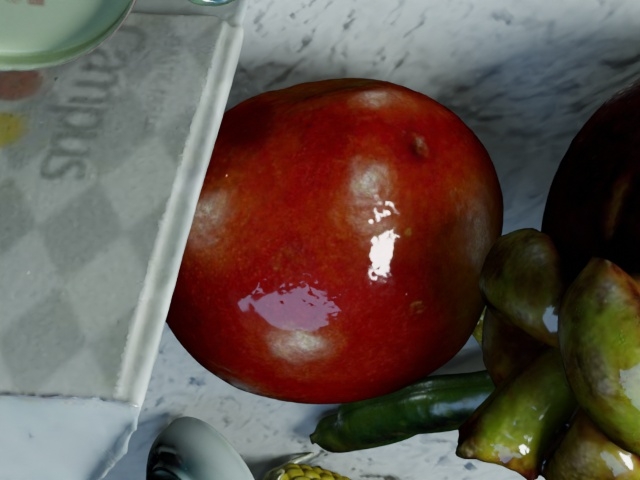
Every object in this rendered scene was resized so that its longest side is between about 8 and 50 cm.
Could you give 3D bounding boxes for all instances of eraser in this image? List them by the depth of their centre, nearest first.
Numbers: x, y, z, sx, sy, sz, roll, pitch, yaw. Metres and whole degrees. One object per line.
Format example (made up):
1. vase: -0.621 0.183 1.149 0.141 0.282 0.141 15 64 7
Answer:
1. eraser: -0.166 -0.026 1.105 0.213 0.397 0.082 3 132 8

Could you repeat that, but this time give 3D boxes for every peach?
1. peach: 0.000 0.000 1.224 0.243 0.199 0.243 -11 138 -10

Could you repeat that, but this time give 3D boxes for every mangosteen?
1. mangosteen: 0.239 0.046 1.146 0.347 0.307 0.307 -20 134 -16

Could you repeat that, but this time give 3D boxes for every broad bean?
1. broad bean: 0.138 0.144 1.445 0.292 0.049 0.144 6 143 2

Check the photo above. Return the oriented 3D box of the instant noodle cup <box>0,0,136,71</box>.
1. instant noodle cup: -0.174 -0.222 1.076 0.235 0.178 0.234 4 132 4

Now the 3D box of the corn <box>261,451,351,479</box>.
1. corn: 0.063 0.259 1.540 0.260 0.091 0.091 21 111 -13

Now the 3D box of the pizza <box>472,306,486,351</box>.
1. pizza: 0.126 0.046 1.375 0.109 0.026 0.123 26 132 -11

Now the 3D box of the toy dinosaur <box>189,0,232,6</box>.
1. toy dinosaur: 0.047 -0.258 1.076 0.147 0.076 0.363 28 125 -6

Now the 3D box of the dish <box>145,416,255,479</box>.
1. dish: -0.113 0.221 1.493 0.141 0.078 0.141 33 135 40
